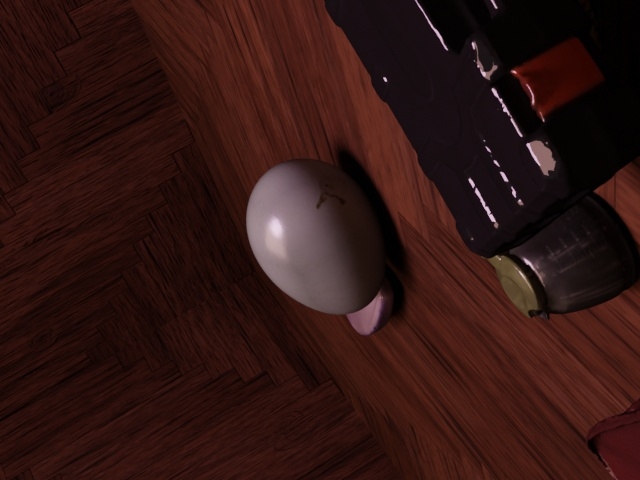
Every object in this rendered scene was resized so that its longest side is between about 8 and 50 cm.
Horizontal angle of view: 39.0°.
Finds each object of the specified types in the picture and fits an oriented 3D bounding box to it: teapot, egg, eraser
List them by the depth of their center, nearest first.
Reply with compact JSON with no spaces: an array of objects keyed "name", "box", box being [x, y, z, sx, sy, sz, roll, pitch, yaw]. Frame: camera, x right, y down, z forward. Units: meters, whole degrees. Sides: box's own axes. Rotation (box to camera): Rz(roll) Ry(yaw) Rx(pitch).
[{"name":"teapot","box":[0.175,0.009,0.717,0.124,0.091,0.092,50,165,42]},{"name":"egg","box":[0.000,0.000,1.297,0.264,0.183,0.183,57,173,-33]},{"name":"eraser","box":[0.069,0.078,1.540,0.204,0.059,0.243,53,165,31]}]

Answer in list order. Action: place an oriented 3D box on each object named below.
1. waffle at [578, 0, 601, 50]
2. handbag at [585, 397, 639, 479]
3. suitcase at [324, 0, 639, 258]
[{"name":"waffle","box":[0.095,-0.195,0.611,0.311,0.060,0.307,62,172,-12]},{"name":"handbag","box":[0.318,0.207,0.619,0.260,0.084,0.275,57,170,15]},{"name":"suitcase","box":[0.069,-0.136,0.544,0.285,0.066,0.206,60,172,9]}]
